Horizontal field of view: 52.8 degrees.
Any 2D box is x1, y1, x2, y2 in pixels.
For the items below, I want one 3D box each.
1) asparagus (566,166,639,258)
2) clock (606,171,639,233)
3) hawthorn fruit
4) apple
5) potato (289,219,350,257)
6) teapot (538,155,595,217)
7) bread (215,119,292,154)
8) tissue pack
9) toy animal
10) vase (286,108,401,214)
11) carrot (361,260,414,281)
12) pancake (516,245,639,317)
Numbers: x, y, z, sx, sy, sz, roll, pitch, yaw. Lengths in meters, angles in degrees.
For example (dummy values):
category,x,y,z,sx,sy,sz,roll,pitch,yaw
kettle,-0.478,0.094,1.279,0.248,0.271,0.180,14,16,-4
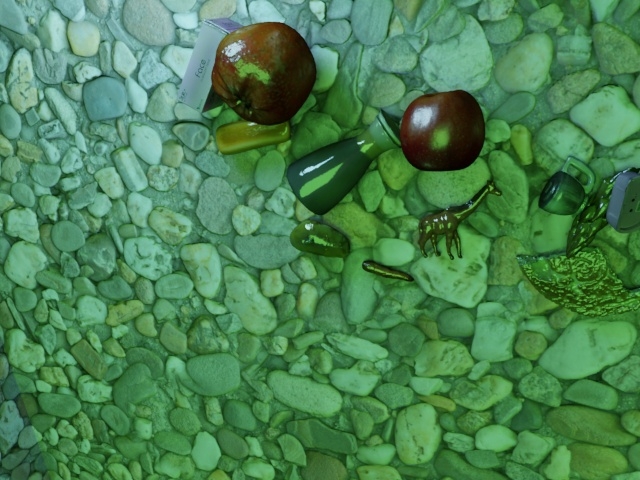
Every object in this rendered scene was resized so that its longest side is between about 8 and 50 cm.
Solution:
category,x,y,z,sx,sy,sz,roll,pitch,yaw
asparagus,0.717,-0.076,1.670,0.080,0.080,0.287,28,107,8
clock,0.780,-0.097,1.601,0.110,0.050,0.152,-3,117,-12
hawthorn fruit,-0.138,-0.447,1.722,0.275,0.300,0.275,30,139,30
apple,0.312,-0.279,1.655,0.218,0.218,0.201,-5,105,20
potato,0.000,0.000,1.940,0.188,0.085,0.105,19,116,7
teapot,0.643,-0.127,1.677,0.108,0.149,0.111,27,152,-3
bread,-0.191,-0.314,1.896,0.240,0.074,0.092,-9,90,20
tissue pack,-0.304,-0.498,1.827,0.093,0.148,0.246,30,116,5
toy animal,0.385,-0.056,1.797,0.225,0.066,0.229,4,105,18
vase,0.074,-0.223,1.793,0.321,0.173,0.173,-35,95,22
carrot,0.201,0.096,1.933,0.165,0.035,0.035,19,114,9
pancake,0.719,0.101,1.749,0.377,0.054,0.197,20,116,9
